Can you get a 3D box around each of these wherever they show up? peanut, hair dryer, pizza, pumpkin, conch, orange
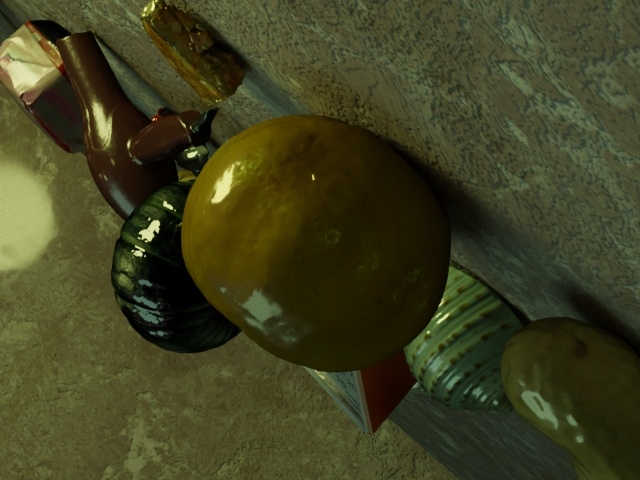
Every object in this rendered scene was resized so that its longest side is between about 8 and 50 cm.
[{"bbox_3d":[0.298,0.195,1.265,0.319,0.147,0.147,40,172,-14],"label":"peanut"},{"bbox_3d":[-0.248,-0.186,1.844,0.340,0.123,0.312,-17,96,56],"label":"hair dryer"},{"bbox_3d":[-0.132,-0.201,1.440,0.134,0.046,0.175,38,171,25],"label":"pizza"},{"bbox_3d":[-0.170,0.042,1.809,0.216,0.250,0.250,29,166,31],"label":"pumpkin"},{"bbox_3d":[0.159,0.124,1.528,0.200,0.131,0.172,37,171,19],"label":"conch"},{"bbox_3d":[0.000,0.000,1.287,0.279,0.235,0.279,37,-174,-4],"label":"orange"}]

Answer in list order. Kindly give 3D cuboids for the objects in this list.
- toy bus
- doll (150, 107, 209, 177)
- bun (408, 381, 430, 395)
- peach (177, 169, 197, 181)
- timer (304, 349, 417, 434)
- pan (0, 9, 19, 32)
[{"bbox_3d":[-0.446,-0.259,2.217,0.127,0.147,0.302,44,172,18],"label":"toy bus"},{"bbox_3d":[-0.217,-0.154,2.006,0.195,0.062,0.104,37,129,57],"label":"doll"},{"bbox_3d":[0.160,0.207,2.080,0.138,0.094,0.138,39,168,10],"label":"bun"},{"bbox_3d":[-0.229,-0.034,2.297,0.184,0.184,0.184,40,171,7],"label":"peach"},{"bbox_3d":[0.021,0.130,1.952,0.257,0.161,0.250,45,177,31],"label":"timer"},{"bbox_3d":[-0.503,-0.338,2.320,0.128,0.048,0.202,52,172,24],"label":"pan"}]
